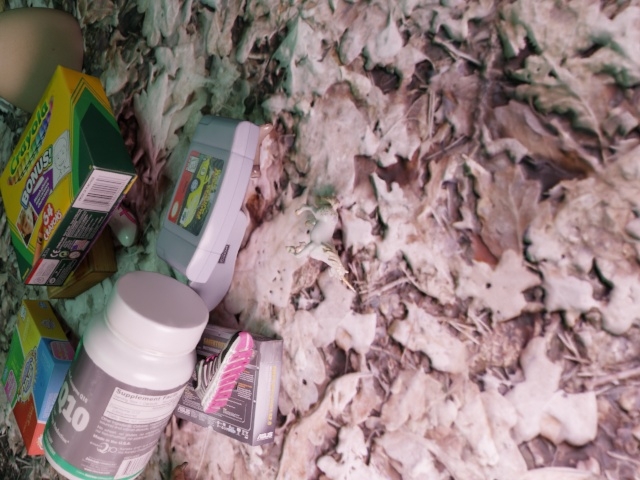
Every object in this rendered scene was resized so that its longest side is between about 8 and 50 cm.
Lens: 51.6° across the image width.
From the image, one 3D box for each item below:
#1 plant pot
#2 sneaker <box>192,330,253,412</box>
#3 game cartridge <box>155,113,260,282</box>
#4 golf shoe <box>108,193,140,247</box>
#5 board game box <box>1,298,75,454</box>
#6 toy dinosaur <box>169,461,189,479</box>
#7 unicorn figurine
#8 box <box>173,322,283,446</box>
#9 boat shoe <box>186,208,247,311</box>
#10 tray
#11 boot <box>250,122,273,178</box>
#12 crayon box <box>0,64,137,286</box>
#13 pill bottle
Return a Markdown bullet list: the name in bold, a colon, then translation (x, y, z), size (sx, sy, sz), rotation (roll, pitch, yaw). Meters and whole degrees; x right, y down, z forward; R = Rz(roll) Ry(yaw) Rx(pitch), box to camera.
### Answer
- **plant pot**: translation (-0.763, -0.467, 1.684), size (0.284, 0.190, 0.285), rotation (-3, 86, 40)
- **sneaker**: translation (-0.176, 0.215, 1.142), size (0.074, 0.063, 0.171), rotation (41, 117, 29)
- **game cartridge**: translation (-0.205, -0.081, 1.198), size (0.196, 0.060, 0.295), rotation (21, 93, 51)
- **golf shoe**: translation (-0.462, -0.061, 1.467), size (0.067, 0.085, 0.186), rotation (-44, 62, 27)
- **board game box**: translation (-0.681, 0.320, 1.603), size (0.316, 0.064, 0.242), rotation (34, 109, 48)
- **toy dinosaur**: translation (-0.222, 0.543, 1.202), size (0.295, 0.127, 0.201), rotation (19, 83, 30)
- **unicorn figurine**: translation (0.000, 0.000, 1.085), size (0.111, 0.060, 0.162), rotation (2, 88, 41)
- **box**: translation (-0.174, 0.255, 1.217), size (0.230, 0.056, 0.183), rotation (4, 88, 41)
- **boat shoe**: translation (-0.208, 0.030, 1.255), size (0.076, 0.080, 0.229), rotation (43, 118, 53)
- **tray**: translation (-0.607, -0.086, 1.600), size (0.202, 0.076, 0.411), rotation (-27, 71, 36)
- **boot**: translation (-0.125, -0.159, 1.221), size (0.118, 0.042, 0.087), rotation (-15, 83, 40)
- **crayon box**: translation (-0.562, -0.134, 1.435), size (0.363, 0.106, 0.313), rotation (-48, 55, 28)
- **pill bottle**: translation (-0.349, 0.248, 1.198), size (0.204, 0.204, 0.361), rotation (42, 114, 34)
